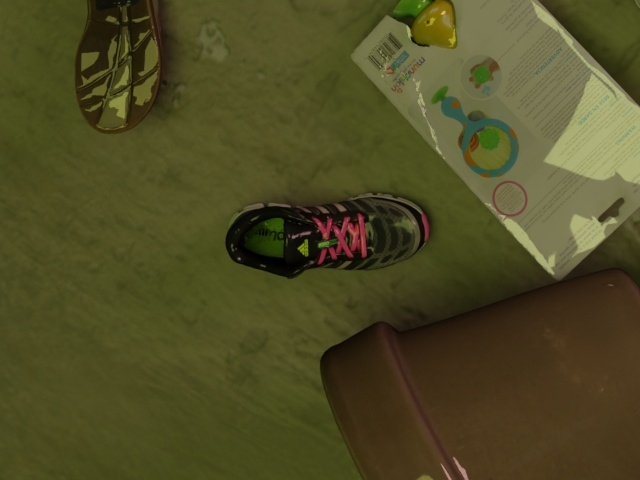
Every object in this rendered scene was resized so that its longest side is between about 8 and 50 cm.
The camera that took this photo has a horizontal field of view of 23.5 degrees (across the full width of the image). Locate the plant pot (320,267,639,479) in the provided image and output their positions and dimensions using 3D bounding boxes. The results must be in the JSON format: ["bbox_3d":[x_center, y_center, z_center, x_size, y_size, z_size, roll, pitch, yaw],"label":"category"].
[{"bbox_3d":[0.161,0.140,1.134,0.229,0.263,0.263,-30,94,5],"label":"plant pot"}]

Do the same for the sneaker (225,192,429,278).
[{"bbox_3d":[0.000,0.000,1.219,0.170,0.075,0.063,0,104,15],"label":"sneaker"}]

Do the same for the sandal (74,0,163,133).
[{"bbox_3d":[-0.159,-0.176,1.239,0.072,0.049,0.180,-4,88,11],"label":"sandal"}]

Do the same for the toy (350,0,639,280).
[{"bbox_3d":[0.150,-0.104,1.163,0.237,0.056,0.137,47,114,6],"label":"toy"}]

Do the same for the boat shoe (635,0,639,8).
[{"bbox_3d":[0.329,-0.147,1.091,0.226,0.076,0.083,16,108,11],"label":"boat shoe"}]
